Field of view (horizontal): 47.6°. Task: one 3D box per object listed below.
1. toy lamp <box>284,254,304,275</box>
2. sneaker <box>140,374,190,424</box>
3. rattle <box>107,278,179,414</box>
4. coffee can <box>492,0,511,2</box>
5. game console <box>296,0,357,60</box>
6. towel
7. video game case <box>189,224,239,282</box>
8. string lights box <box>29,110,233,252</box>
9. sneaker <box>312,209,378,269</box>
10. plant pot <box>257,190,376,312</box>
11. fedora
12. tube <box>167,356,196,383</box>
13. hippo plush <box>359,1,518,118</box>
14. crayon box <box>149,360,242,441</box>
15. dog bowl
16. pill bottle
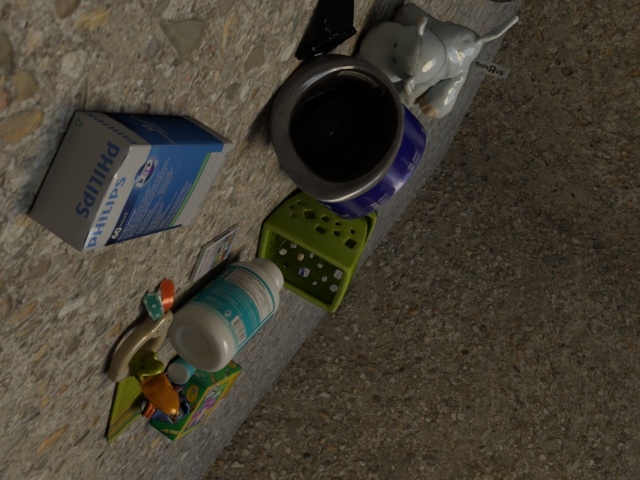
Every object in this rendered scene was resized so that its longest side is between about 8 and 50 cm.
[{"bbox_3d":[-0.001,-0.031,2.010,0.274,0.080,0.080,-57,170,5],"label":"toy lamp"},{"bbox_3d":[-0.330,0.361,1.606,0.083,0.087,0.221,-60,-179,4],"label":"sneaker"},{"bbox_3d":[-0.273,0.189,1.265,0.199,0.143,0.130,-52,153,13],"label":"rattle"},{"bbox_3d":[0.385,-0.631,1.582,0.201,0.201,0.275,-61,168,24],"label":"coffee can"},{"bbox_3d":[0.009,-0.360,1.202,0.107,0.071,0.122,-27,-174,31],"label":"game console"},{"bbox_3d":[-0.383,0.318,1.466,0.102,0.021,0.237,-47,166,-46],"label":"towel"},{"bbox_3d":[-0.205,0.024,1.407,0.122,0.011,0.087,-41,161,-56],"label":"video game case"},{"bbox_3d":[-0.211,-0.077,0.867,0.133,0.077,0.260,-59,170,15],"label":"string lights box"},{"bbox_3d":[0.087,-0.040,2.253,0.295,0.124,0.178,-58,179,-43],"label":"sneaker"},{"bbox_3d":[0.000,0.000,1.721,0.207,0.227,0.228,-57,172,-33],"label":"plant pot"},{"bbox_3d":[0.015,-0.198,1.299,0.275,0.243,0.124,-47,-162,-17],"label":"fedora"},{"bbox_3d":[-0.289,0.265,1.693,0.080,0.052,0.207,-50,180,23],"label":"tube"},{"bbox_3d":[0.207,-0.351,1.482,0.236,0.294,0.234,-31,132,-51],"label":"hippo plush"},{"bbox_3d":[-0.314,0.396,1.871,0.165,0.081,0.278,-58,170,6],"label":"crayon box"},{"bbox_3d":[0.085,-0.176,1.493,0.265,0.104,0.265,-36,-149,26],"label":"dog bowl"},{"bbox_3d":[-0.182,0.139,1.495,0.264,0.146,0.146,-45,165,-48],"label":"pill bottle"}]
